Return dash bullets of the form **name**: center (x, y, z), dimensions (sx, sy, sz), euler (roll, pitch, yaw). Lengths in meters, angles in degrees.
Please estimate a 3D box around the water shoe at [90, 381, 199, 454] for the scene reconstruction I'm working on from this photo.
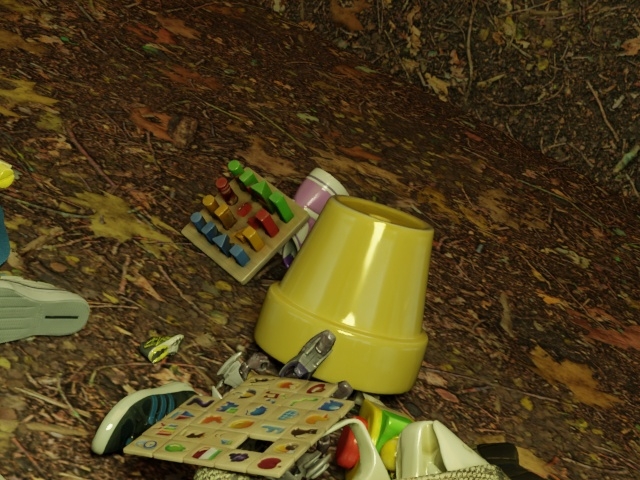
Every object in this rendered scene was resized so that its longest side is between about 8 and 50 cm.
- **water shoe**: center (-0.197, 0.226, 1.673), dimensions (0.080, 0.073, 0.203), euler (36, 25, 17)

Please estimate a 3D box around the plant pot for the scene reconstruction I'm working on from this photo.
- **plant pot**: center (0.054, 0.069, 2.007), dimensions (0.254, 0.239, 0.254), euler (17, 11, -3)

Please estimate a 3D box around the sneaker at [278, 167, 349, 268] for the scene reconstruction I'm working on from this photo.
- **sneaker**: center (-0.001, -0.001, 2.375), dimensions (0.102, 0.161, 0.282), euler (29, -11, 32)

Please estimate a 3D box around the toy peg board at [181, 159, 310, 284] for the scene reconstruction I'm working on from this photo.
- **toy peg board**: center (-0.133, -0.042, 2.226), dimensions (0.161, 0.160, 0.079), euler (37, -14, 33)

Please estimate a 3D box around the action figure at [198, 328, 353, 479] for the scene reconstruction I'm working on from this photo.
- **action figure**: center (-0.051, 0.217, 1.769), dimensions (0.185, 0.099, 0.285), euler (58, 27, -1)

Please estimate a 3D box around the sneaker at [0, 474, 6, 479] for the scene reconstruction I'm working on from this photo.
- **sneaker**: center (-0.322, 0.318, 1.353), dimensions (0.222, 0.083, 0.118), euler (36, 42, 12)

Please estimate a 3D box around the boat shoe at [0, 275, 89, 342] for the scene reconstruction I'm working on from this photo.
- **boat shoe**: center (-0.411, 0.088, 1.793), dimensions (0.076, 0.083, 0.226), euler (26, 7, 37)

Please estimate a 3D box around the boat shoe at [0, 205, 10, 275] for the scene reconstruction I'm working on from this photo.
- **boat shoe**: center (-0.480, 0.013, 1.873), dimensions (0.109, 0.089, 0.258), euler (36, 11, -15)

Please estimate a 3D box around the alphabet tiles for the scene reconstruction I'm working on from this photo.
- **alphabet tiles**: center (-0.082, 0.208, 1.582), dimensions (0.198, 0.009, 0.237), euler (4, 18, 26)

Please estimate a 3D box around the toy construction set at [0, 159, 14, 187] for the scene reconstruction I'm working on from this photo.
- **toy construction set**: center (-0.546, -0.124, 1.710), dimensions (0.151, 0.215, 0.328), euler (26, -24, 45)

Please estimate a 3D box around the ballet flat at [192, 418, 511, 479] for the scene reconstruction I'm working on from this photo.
- **ballet flat**: center (0.070, 0.293, 1.582), dimensions (0.482, 0.164, 0.182), euler (1, 65, -29)

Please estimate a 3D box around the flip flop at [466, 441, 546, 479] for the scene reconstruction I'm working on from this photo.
- **flip flop**: center (0.236, 0.334, 1.835), dimensions (0.112, 0.080, 0.277), euler (-3, 11, -16)

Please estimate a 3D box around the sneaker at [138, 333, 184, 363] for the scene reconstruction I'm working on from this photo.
- **sneaker**: center (-0.221, 0.143, 1.898), dimensions (0.035, 0.031, 0.083), euler (30, 22, 18)

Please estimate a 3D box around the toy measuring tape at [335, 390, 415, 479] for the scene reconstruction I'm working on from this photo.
- **toy measuring tape**: center (0.070, 0.276, 1.836), dimensions (0.121, 0.121, 0.330), euler (20, -1, -8)
